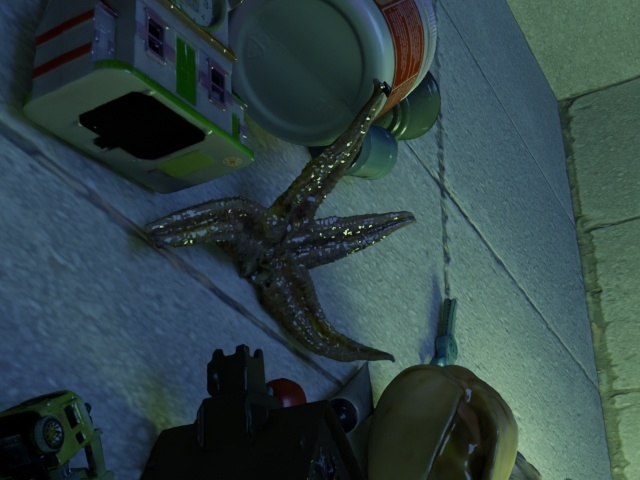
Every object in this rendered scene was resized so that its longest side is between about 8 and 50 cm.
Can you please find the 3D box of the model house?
[{"bbox_3d":[-0.064,0.234,0.895,0.204,0.211,0.243,27,53,-58],"label":"model house"}]

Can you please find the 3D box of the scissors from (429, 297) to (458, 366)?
[{"bbox_3d":[0.252,0.218,1.712,0.125,0.030,0.256,54,35,-37],"label":"scissors"}]

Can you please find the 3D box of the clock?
[{"bbox_3d":[-0.192,-0.246,0.964,0.235,0.166,0.309,32,46,-53],"label":"clock"}]

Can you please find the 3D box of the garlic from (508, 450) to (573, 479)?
[{"bbox_3d":[0.381,0.485,1.614,0.219,0.212,0.218,33,48,-44],"label":"garlic"}]

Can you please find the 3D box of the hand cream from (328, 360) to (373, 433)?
[{"bbox_3d":[0.052,0.243,1.295,0.186,0.054,0.087,-14,96,-71],"label":"hand cream"}]

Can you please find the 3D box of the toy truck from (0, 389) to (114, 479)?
[{"bbox_3d":[-0.221,0.213,0.752,0.100,0.077,0.168,-39,110,-71],"label":"toy truck"}]

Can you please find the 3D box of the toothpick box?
[{"bbox_3d":[0.058,-0.156,1.469,0.153,0.101,0.101,4,72,-64],"label":"toothpick box"}]

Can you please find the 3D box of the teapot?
[{"bbox_3d":[0.120,-0.239,1.600,0.149,0.163,0.239,-35,137,-54],"label":"teapot"}]

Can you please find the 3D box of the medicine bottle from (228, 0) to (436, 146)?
[{"bbox_3d":[0.019,-0.288,1.279,0.241,0.253,0.252,-42,113,-56],"label":"medicine bottle"}]

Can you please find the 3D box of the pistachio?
[{"bbox_3d":[0.179,0.328,1.307,0.238,0.229,0.321,109,0,-49],"label":"pistachio"}]

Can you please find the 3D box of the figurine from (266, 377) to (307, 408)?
[{"bbox_3d":[-0.063,0.214,1.073,0.075,0.068,0.140,67,21,-7],"label":"figurine"}]

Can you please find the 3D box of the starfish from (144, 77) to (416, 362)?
[{"bbox_3d":[-0.007,-0.001,1.150,0.384,0.132,0.398,-44,126,-20],"label":"starfish"}]
